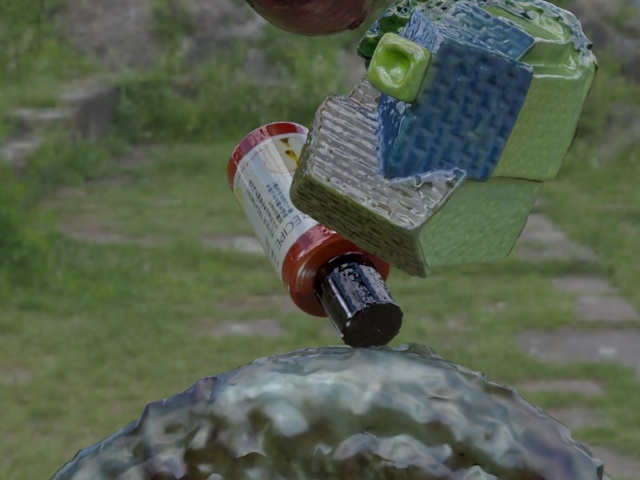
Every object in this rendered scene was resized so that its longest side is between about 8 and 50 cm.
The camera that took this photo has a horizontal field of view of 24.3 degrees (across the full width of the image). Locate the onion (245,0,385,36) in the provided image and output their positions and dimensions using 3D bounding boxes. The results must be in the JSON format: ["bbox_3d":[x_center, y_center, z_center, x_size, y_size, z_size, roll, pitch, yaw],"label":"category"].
[{"bbox_3d":[-0.023,-0.326,1.512,0.190,0.246,0.246,-17,1,26],"label":"onion"}]

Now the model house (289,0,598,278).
[{"bbox_3d":[0.073,-0.096,1.127,0.195,0.214,0.189,33,24,20],"label":"model house"}]

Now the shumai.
[{"bbox_3d":[0.013,0.198,0.934,0.395,0.395,0.348,-1,18,8],"label":"shumai"}]

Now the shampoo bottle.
[{"bbox_3d":[0.000,0.000,1.418,0.104,0.104,0.278,-6,38,-22],"label":"shampoo bottle"}]
